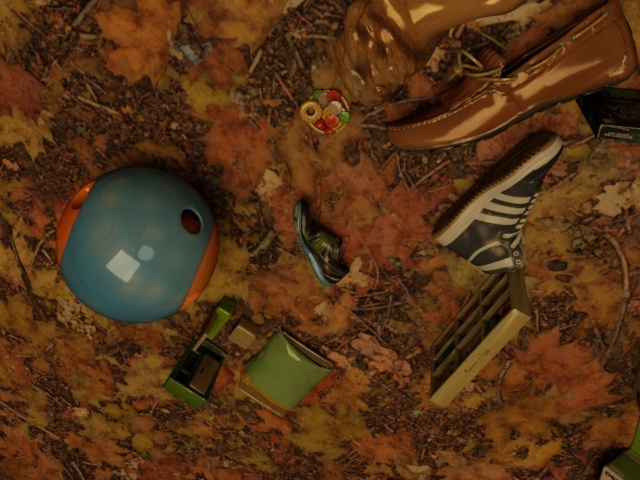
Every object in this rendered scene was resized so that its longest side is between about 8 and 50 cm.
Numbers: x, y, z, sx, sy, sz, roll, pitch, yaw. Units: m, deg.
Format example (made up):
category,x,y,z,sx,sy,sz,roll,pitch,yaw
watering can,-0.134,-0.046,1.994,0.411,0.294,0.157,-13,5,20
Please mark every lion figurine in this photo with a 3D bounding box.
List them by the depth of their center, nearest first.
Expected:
category,x,y,z,sx,sy,sz,roll,pitch,yaw
lion figurine,0.183,-0.358,0.881,0.392,0.142,0.240,-16,112,22

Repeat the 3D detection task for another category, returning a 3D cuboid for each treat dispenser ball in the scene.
category,x,y,z,sx,sy,sz,roll,pitch,yaw
treat dispenser ball,-0.332,0.008,1.126,0.288,0.288,0.288,5,121,9

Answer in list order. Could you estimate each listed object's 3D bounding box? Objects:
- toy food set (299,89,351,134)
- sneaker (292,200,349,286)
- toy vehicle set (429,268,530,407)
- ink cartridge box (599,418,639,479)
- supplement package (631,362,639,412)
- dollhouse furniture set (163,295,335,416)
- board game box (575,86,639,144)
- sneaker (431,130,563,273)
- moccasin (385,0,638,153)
category,x,y,z,sx,sy,sz,roll,pitch,yaw
toy food set,0.011,-0.225,1.070,0.082,0.020,0.083,-36,107,28
sneaker,0.000,0.000,1.191,0.078,0.067,0.188,-26,111,2
toy vehicle set,0.295,0.174,1.160,0.035,0.166,0.267,28,122,-5
ink cartridge box,0.689,0.505,1.255,0.097,0.189,0.255,-19,124,-27
supplement package,0.721,0.239,1.119,0.204,0.145,0.262,4,120,10
dollhouse furniture set,-0.149,0.295,1.337,0.301,0.151,0.197,34,121,-9
board game box,0.456,-0.186,0.899,0.126,0.186,0.026,8,122,8
sneaker,0.339,-0.052,1.054,0.153,0.099,0.282,39,127,-6
moccasin,0.273,-0.245,0.935,0.380,0.139,0.147,-20,108,25
